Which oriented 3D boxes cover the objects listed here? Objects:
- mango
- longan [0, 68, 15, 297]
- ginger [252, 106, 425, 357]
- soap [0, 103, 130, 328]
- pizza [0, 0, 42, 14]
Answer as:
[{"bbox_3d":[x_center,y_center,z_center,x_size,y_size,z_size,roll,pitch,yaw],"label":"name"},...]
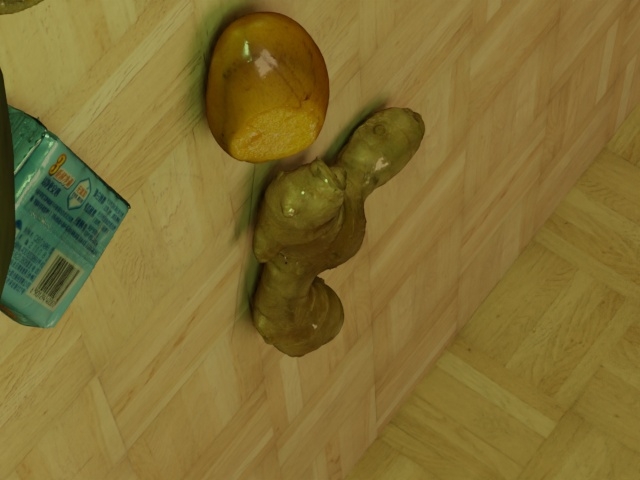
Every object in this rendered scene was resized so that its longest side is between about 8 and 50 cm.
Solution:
[{"bbox_3d":[-0.062,-0.164,1.905,0.141,0.102,0.217,-31,157,-2],"label":"mango"},{"bbox_3d":[-0.344,-0.022,1.019,0.404,0.336,0.404,-54,165,-22],"label":"longan"},{"bbox_3d":[-0.019,0.003,2.305,0.363,0.122,0.348,-57,161,20],"label":"ginger"},{"bbox_3d":[-0.264,-0.015,1.660,0.156,0.077,0.293,-55,163,-8],"label":"soap"},{"bbox_3d":[-0.230,-0.232,1.437,0.131,0.041,0.178,-60,162,6],"label":"pizza"}]
